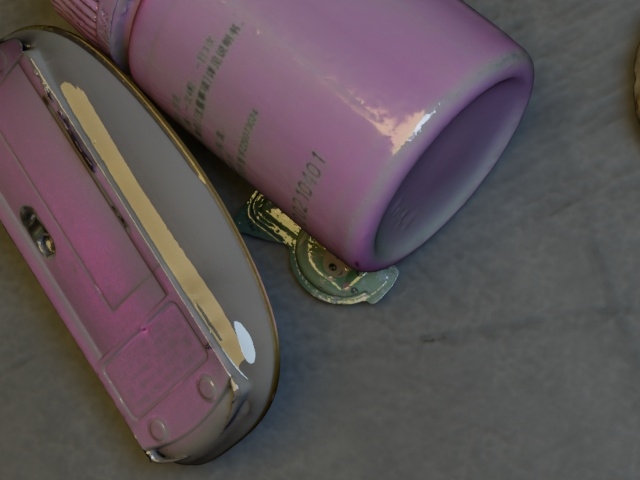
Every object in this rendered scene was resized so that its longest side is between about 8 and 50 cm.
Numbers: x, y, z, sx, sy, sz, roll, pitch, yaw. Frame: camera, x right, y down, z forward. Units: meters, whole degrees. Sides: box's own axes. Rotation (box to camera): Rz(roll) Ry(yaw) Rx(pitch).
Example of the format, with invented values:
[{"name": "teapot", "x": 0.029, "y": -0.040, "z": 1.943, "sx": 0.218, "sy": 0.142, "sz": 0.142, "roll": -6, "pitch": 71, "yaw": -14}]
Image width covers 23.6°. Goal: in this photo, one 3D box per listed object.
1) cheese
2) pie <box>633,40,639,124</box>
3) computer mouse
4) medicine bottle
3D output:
[{"name": "cheese", "x": 0.000, "y": 0.000, "z": 1.046, "sx": 0.121, "sy": 0.026, "sz": 0.067, "roll": 36, "pitch": 88, "yaw": 17}, {"name": "pie", "x": 0.301, "y": -0.101, "z": 0.987, "sx": 0.195, "sy": 0.046, "sz": 0.195, "roll": -3, "pitch": 77, "yaw": 13}, {"name": "computer mouse", "x": -0.134, "y": 0.002, "z": 1.017, "sx": 0.158, "sy": 0.072, "sz": 0.310, "roll": -42, "pitch": 78, "yaw": 41}, {"name": "medicine bottle", "x": -0.022, "y": -0.131, "z": 0.999, "sx": 0.291, "sy": 0.178, "sz": 0.178, "roll": 39, "pitch": 90, "yaw": 19}]
